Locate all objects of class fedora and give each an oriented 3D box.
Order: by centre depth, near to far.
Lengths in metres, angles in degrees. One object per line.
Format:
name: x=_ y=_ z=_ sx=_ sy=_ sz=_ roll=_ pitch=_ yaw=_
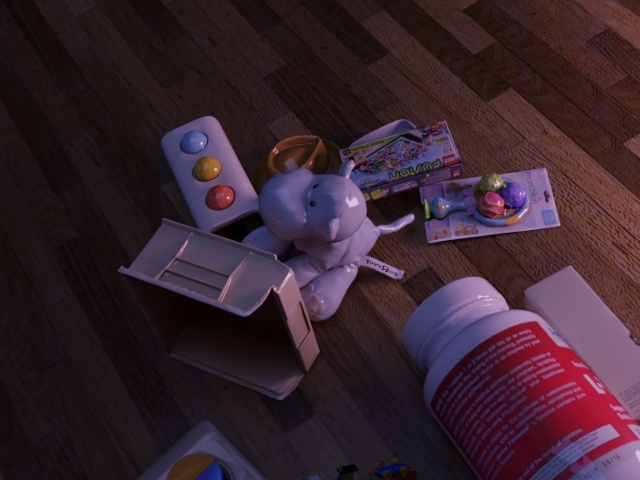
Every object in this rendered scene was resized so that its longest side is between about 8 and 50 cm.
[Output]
fedora: x=-0.043 y=-0.146 z=1.902 sx=0.194 sy=0.079 sz=0.194 roll=-4 pitch=53 yaw=5

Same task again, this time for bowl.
bowl: x=0.140 y=-0.151 z=1.883 sx=0.142 sy=0.053 sz=0.142 roll=-28 pitch=52 yaw=-7

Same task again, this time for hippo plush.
hippo plush: x=0.000 y=0.000 z=1.665 sx=0.294 sy=0.236 sz=0.234 roll=10 pitch=71 yaw=6

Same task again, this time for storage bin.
storage bin: x=-0.156 y=0.118 z=1.628 sx=0.260 sy=0.262 sz=0.123 roll=18 pitch=58 yaw=25

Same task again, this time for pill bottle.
pill bottle: x=0.297 y=0.252 z=1.440 sx=0.229 sy=0.229 sz=0.408 roll=-30 pitch=54 yaw=-9

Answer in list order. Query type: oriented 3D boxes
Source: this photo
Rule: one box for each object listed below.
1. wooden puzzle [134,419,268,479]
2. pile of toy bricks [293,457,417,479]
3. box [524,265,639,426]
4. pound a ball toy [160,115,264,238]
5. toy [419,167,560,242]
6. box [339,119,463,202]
wooden puzzle: x=-0.199 y=0.470 z=1.495 sx=0.322 sy=0.080 sz=0.348 roll=-42 pitch=56 yaw=-17
pile of toy bricks: x=0.058 y=0.406 z=1.468 sx=0.212 sy=0.105 sz=0.118 roll=-6 pitch=21 yaw=-27
box: x=0.432 y=0.178 z=1.538 sx=0.094 sy=0.113 sz=0.275 roll=-28 pitch=54 yaw=-8
pound a ball toy: x=-0.230 y=-0.074 z=1.866 sx=0.208 sy=0.136 sz=0.319 roll=-24 pitch=52 yaw=-5
toy: x=0.301 y=-0.076 z=1.788 sx=0.237 sy=0.056 sz=0.137 roll=-9 pitch=54 yaw=7
box: x=0.148 y=-0.143 z=1.820 sx=0.207 sy=0.036 sz=0.114 roll=-16 pitch=54 yaw=1
